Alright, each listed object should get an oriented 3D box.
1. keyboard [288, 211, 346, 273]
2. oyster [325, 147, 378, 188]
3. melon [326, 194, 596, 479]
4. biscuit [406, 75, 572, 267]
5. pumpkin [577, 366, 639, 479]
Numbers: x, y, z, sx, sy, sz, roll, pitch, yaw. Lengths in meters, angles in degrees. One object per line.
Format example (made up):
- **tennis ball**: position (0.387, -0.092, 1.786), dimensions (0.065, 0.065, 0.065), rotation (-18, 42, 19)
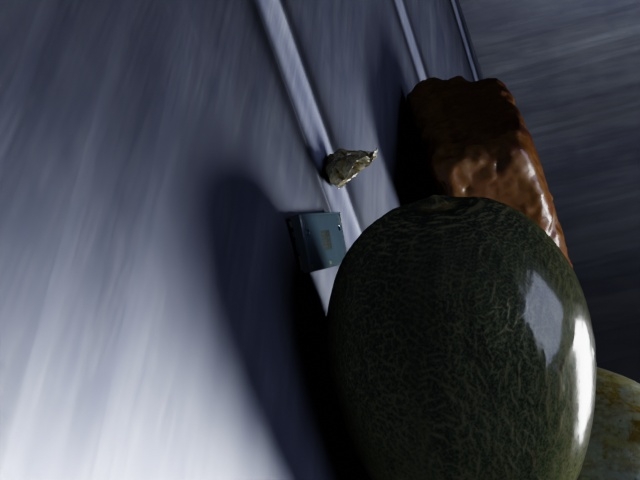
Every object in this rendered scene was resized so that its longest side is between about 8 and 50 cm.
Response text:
- **keyboard**: position (0.001, 0.000, 1.343), dimensions (0.176, 0.014, 0.055), rotation (-10, 86, -77)
- **oyster**: position (0.035, -0.090, 1.477), dimensions (0.038, 0.081, 0.083), rotation (54, -23, 5)
- **melon**: position (0.131, 0.118, 1.262), dimensions (0.248, 0.248, 0.329), rotation (-56, 134, -73)
- **biscuit**: position (0.257, -0.054, 2.056), dimensions (0.395, 0.166, 0.342), rotation (-98, 166, -65)
- **pumpkin**: position (0.289, 0.290, 1.600), dimensions (0.332, 0.199, 0.332), rotation (-172, -90, -87)
